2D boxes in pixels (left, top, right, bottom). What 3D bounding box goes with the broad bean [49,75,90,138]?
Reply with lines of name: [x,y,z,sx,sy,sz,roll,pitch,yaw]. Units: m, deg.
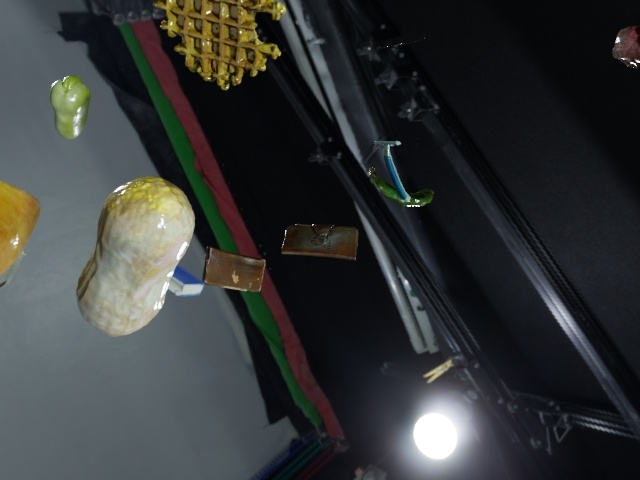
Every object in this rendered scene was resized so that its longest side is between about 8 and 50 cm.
broad bean: [-0.652,-0.350,1.139,0.082,0.124,0.174,23,-33,-19]

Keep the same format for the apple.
apple: [-0.682,-0.013,0.785,0.309,0.314,0.252,-1,-57,34]

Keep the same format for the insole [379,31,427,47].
insole: [0.263,-0.641,1.399,0.152,0.053,0.002,-9,-34,14]

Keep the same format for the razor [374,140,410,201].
razor: [0.191,-0.169,1.115,0.068,0.037,0.191,15,-36,43]

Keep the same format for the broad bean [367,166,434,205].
broad bean: [0.306,-0.178,1.581,0.049,0.291,0.144,-55,-151,42]

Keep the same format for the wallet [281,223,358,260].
wallet: [0.000,0.000,1.497,0.255,0.137,0.031,4,-35,7]

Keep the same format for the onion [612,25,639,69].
onion: [0.719,-0.380,0.742,0.385,0.347,0.348,4,-61,52]

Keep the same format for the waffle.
waffle: [-0.174,-0.393,0.764,0.231,0.051,0.229,-22,-65,28]

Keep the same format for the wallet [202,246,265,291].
wallet: [-0.218,0.077,1.107,0.026,0.176,0.095,1,-100,43]

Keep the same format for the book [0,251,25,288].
book: [-0.868,0.113,1.131,0.016,0.199,0.138,41,-66,-6]

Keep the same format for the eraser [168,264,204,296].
eraser: [-0.259,0.068,0.786,0.084,0.063,0.027,30,-84,19]

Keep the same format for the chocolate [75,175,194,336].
chocolate: [-0.279,0.037,0.656,0.134,0.134,0.309,49,-56,17]
